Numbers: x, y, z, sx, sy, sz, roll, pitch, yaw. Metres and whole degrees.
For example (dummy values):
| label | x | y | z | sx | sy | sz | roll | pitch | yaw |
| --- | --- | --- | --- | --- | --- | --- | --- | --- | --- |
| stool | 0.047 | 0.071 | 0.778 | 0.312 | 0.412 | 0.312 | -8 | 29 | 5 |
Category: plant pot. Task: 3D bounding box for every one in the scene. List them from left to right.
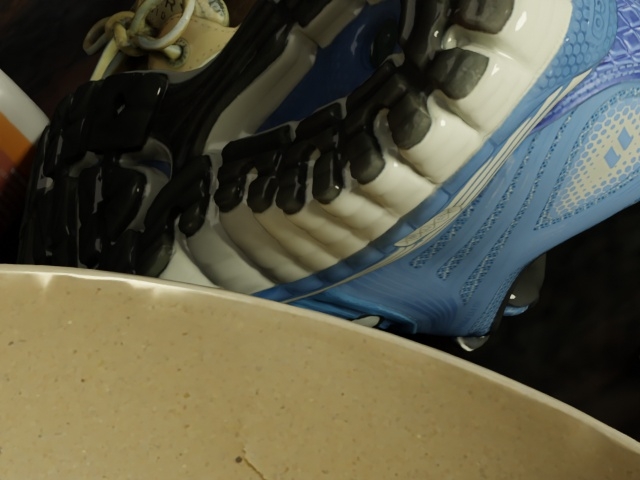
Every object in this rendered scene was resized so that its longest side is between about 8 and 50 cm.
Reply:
| label | x | y | z | sx | sy | sz | roll | pitch | yaw |
| --- | --- | --- | --- | --- | --- | --- | --- | --- | --- |
| plant pot | -0.034 | 0.147 | 0.472 | 0.284 | 0.284 | 0.191 | 38 | 117 | 51 |

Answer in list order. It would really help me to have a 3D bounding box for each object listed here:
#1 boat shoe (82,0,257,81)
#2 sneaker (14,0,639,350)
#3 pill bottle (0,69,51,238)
| label | x | y | z | sx | sy | sz | roll | pitch | yaw |
| --- | --- | --- | --- | --- | --- | --- | --- | --- | --- |
| boat shoe | -0.028 | -0.115 | 0.816 | 0.285 | 0.089 | 0.104 | -49 | 39 | -7 |
| sneaker | 0.000 | 0.000 | 0.669 | 0.330 | 0.147 | 0.130 | -24 | 53 | 48 |
| pill bottle | -0.223 | 0.002 | 0.848 | 0.216 | 0.121 | 0.121 | -49 | 39 | -9 |
